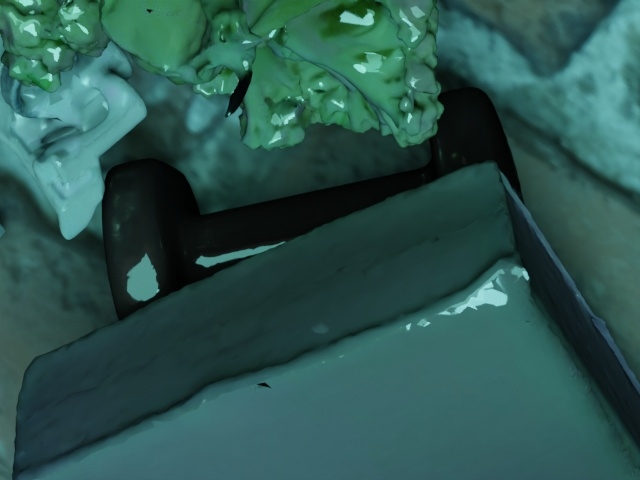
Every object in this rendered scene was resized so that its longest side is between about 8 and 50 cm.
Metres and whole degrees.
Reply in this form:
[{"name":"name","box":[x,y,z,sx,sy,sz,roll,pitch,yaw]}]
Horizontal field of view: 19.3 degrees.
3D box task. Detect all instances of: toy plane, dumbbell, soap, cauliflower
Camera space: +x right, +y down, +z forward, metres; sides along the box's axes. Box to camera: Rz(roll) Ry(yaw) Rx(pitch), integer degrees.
[{"name":"toy plane","box":[-0.209,-0.091,1.028,0.252,0.118,0.252,-4,63,9]},{"name":"dumbbell","box":[0.000,0.000,1.027,0.225,0.140,0.124,-12,84,7]},{"name":"soap","box":[0.036,0.132,0.981,0.285,0.107,0.296,-23,128,16]},{"name":"cauliflower","box":[-0.043,-0.139,0.865,0.239,0.315,0.256,18,120,2]}]

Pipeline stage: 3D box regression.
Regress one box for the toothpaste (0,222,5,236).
[{"name":"toothpaste","box":[-0.264,-0.064,1.097,0.067,0.043,0.194,-44,86,6]}]
